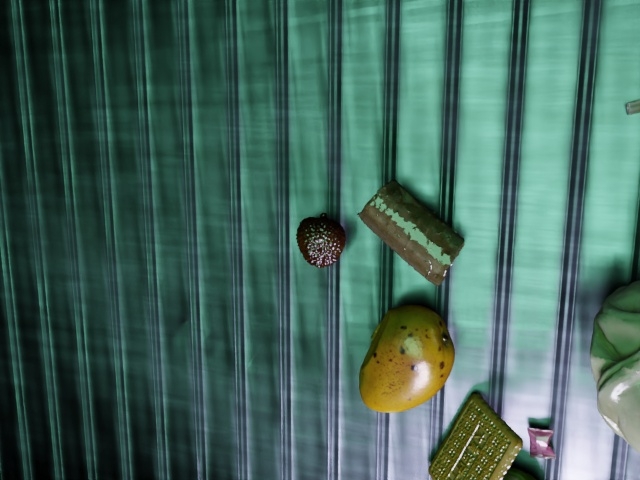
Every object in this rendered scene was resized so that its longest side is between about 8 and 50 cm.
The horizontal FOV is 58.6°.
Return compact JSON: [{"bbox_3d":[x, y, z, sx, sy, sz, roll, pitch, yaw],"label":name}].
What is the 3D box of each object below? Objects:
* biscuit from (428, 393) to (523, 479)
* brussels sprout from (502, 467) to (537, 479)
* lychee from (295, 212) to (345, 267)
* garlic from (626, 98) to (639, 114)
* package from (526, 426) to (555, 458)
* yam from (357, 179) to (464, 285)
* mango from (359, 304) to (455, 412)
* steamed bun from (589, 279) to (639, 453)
[{"bbox_3d":[0.344,0.499,1.308,0.172,0.029,0.254,47,118,54],"label":"biscuit"},{"bbox_3d":[0.432,0.594,1.305,0.183,0.131,0.145,22,129,15],"label":"brussels sprout"},{"bbox_3d":[0.004,0.001,1.342,0.123,0.123,0.129,-11,103,21],"label":"lychee"},{"bbox_3d":[0.680,-0.267,1.065,0.194,0.127,0.131,9,108,37],"label":"garlic"},{"bbox_3d":[0.505,0.463,1.304,0.059,0.029,0.083,-3,108,23],"label":"package"},{"bbox_3d":[0.207,-0.019,1.262,0.238,0.129,0.128,42,111,8],"label":"yam"},{"bbox_3d":[0.196,0.284,1.313,0.191,0.160,0.290,29,112,3],"label":"mango"},{"bbox_3d":[0.656,0.226,1.097,0.346,0.237,0.394,38,77,-18],"label":"steamed bun"}]
